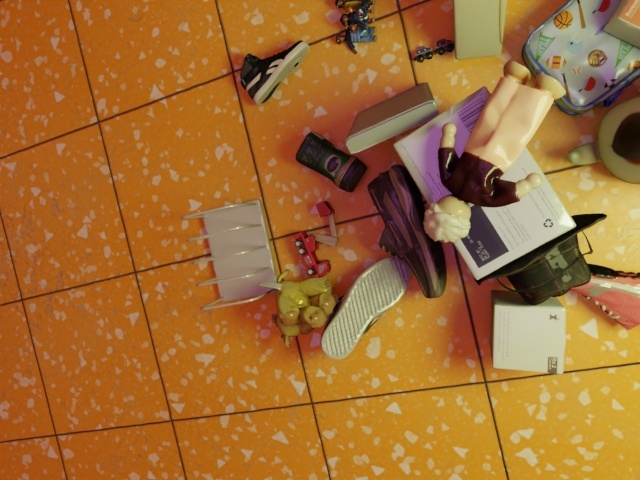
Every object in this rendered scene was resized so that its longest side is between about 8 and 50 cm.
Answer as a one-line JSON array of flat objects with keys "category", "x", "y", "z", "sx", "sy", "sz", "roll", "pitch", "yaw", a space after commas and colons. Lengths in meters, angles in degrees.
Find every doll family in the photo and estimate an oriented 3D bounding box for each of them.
[{"category": "doll family", "x": 0.086, "y": -0.592, "z": 1.280, "sx": 0.111, "sy": 0.076, "sz": 0.193, "roll": -3, "pitch": 97, "yaw": 13}]

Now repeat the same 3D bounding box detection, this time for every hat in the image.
[{"category": "hat", "x": 0.500, "y": 0.061, "z": 1.074, "sx": 0.331, "sy": 0.331, "sz": 0.134, "roll": -34, "pitch": 83, "yaw": 17}]

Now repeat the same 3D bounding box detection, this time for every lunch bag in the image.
[{"category": "lunch bag", "x": 0.626, "y": -0.438, "z": 1.107, "sx": 0.303, "sy": 0.115, "sz": 0.243, "roll": -38, "pitch": 86, "yaw": 16}]

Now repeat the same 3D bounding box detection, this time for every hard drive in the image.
[{"category": "hard drive", "x": 0.170, "y": -0.298, "z": 1.161, "sx": 0.202, "sy": 0.308, "sz": 0.040, "roll": -21, "pitch": 109, "yaw": 18}]

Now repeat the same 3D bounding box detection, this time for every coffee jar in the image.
[{"category": "coffee jar", "x": 0.030, "y": -0.211, "z": 1.329, "sx": 0.184, "sy": 0.079, "sz": 0.096, "roll": 35, "pitch": 102, "yaw": 12}]

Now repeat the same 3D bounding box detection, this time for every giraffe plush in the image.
[{"category": "giraffe plush", "x": -0.068, "y": 0.202, "z": 1.349, "sx": 0.210, "sy": 0.181, "sz": 0.171, "roll": 18, "pitch": 130, "yaw": 18}]

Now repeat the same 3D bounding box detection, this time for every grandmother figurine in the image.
[{"category": "grandmother figurine", "x": 0.306, "y": -0.142, "z": 0.907, "sx": 0.208, "sy": 0.104, "sz": 0.343, "roll": 41, "pitch": 107, "yaw": 37}]

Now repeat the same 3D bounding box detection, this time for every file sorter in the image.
[{"category": "file sorter", "x": -0.259, "y": 0.039, "z": 1.395, "sx": 0.192, "sy": 0.173, "sz": 0.278, "roll": -12, "pitch": 91, "yaw": 17}]

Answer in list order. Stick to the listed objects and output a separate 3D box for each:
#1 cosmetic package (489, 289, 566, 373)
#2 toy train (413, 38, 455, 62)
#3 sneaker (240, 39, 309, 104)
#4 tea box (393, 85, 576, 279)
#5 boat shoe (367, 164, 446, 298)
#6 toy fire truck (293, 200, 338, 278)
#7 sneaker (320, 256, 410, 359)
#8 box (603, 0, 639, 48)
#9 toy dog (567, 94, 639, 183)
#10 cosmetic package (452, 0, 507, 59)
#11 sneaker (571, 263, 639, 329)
[{"category": "cosmetic package", "x": 0.487, "y": 0.210, "z": 1.172, "sx": 0.151, "sy": 0.183, "sz": 0.152, "roll": 1, "pitch": 95, "yaw": 17}, {"category": "toy train", "x": 0.311, "y": -0.492, "z": 1.243, "sx": 0.158, "sy": 0.027, "sz": 0.036, "roll": -15, "pitch": 87, "yaw": 18}, {"category": "sneaker", "x": -0.142, "y": -0.494, "z": 1.356, "sx": 0.217, "sy": 0.079, "sz": 0.121, "roll": -43, "pitch": 84, "yaw": 18}, {"category": "tea box", "x": 0.355, "y": -0.121, "z": 1.108, "sx": 0.219, "sy": 0.323, "sz": 0.329, "roll": -32, "pitch": 86, "yaw": 15}, {"category": "boat shoe", "x": 0.223, "y": -0.016, "z": 1.276, "sx": 0.130, "sy": 0.132, "sz": 0.356, "roll": -22, "pitch": 80, "yaw": 28}, {"category": "toy fire truck", "x": 0.000, "y": 0.000, "z": 1.375, "sx": 0.135, "sy": 0.047, "sz": 0.192, "roll": -25, "pitch": 88, "yaw": 17}, {"category": "sneaker", "x": 0.111, "y": 0.176, "z": 1.328, "sx": 0.126, "sy": 0.127, "sz": 0.321, "roll": 43, "pitch": 81, "yaw": 3}, {"category": "box", "x": 0.695, "y": -0.456, "z": 0.986, "sx": 0.170, "sy": 0.091, "sz": 0.130, "roll": 30, "pitch": 103, "yaw": 6}, {"category": "toy dog", "x": 0.714, "y": -0.235, "z": 0.942, "sx": 0.394, "sy": 0.408, "sz": 0.285, "roll": 1, "pitch": 95, "yaw": 17}, {"category": "cosmetic package", "x": 0.343, "y": -0.551, "z": 1.064, "sx": 0.113, "sy": 0.309, "sz": 0.161, "roll": 0, "pitch": 78, "yaw": 18}, {"category": "sneaker", "x": 0.691, "y": 0.139, "z": 1.139, "sx": 0.313, "sy": 0.116, "sz": 0.136, "roll": 9, "pitch": 102, "yaw": 18}]
